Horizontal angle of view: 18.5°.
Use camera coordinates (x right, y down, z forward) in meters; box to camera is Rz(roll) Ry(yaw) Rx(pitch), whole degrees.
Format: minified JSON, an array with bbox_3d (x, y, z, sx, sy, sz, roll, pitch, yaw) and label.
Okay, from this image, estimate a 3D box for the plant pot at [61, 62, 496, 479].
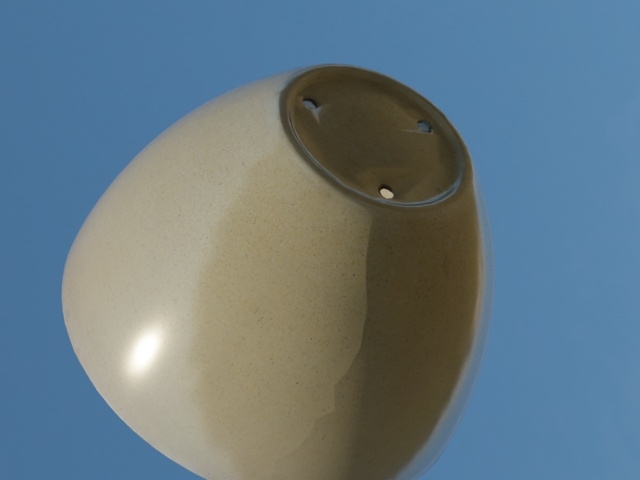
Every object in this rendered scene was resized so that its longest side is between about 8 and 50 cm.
[{"bbox_3d":[0.000,0.000,1.255,0.284,0.191,0.284,17,-139,-16],"label":"plant pot"}]
